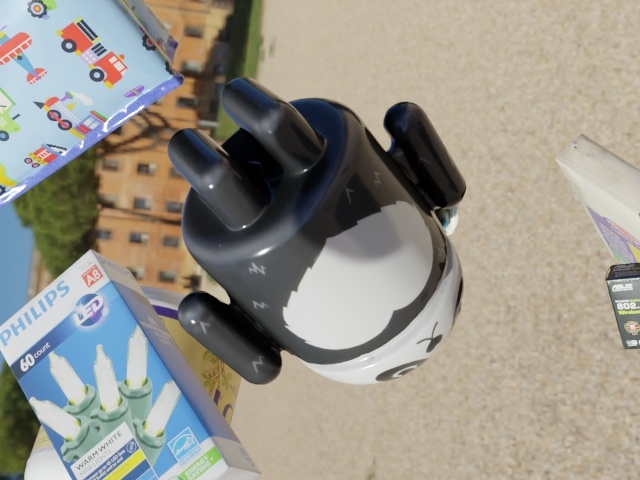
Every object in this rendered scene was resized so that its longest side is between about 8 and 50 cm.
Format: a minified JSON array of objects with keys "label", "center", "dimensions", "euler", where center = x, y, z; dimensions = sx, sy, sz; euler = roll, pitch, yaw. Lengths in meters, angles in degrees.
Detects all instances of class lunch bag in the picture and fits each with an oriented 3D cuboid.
[{"label":"lunch bag","center":[-0.312,-0.164,0.926],"dimensions":[0.221,0.293,0.138],"euler":[50,-170,-27]}]

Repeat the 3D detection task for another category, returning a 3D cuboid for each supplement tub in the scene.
[{"label":"supplement tub","center":[-0.243,0.253,1.302],"dimensions":[0.241,0.241,0.331],"euler":[107,176,-57]}]

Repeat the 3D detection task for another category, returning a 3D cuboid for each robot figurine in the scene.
[{"label":"robot figurine","center":[0.002,0.000,0.794],"dimensions":[0.278,0.209,0.173],"euler":[49,-145,-36]}]

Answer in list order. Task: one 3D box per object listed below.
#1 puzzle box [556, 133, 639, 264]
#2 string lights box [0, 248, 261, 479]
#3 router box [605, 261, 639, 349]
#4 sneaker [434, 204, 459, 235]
[{"label":"puzzle box","center":[0.481,0.045,1.216],"dimensions":[0.409,0.052,0.272],"euler":[46,-179,43]},{"label":"string lights box","center":[-0.185,0.151,0.923],"dimensions":[0.260,0.133,0.077],"euler":[52,-176,25]},{"label":"router box","center":[0.380,0.068,1.066],"dimensions":[0.038,0.122,0.092],"euler":[-48,-56,-51]},{"label":"sneaker","center":[0.114,-0.030,1.206],"dimensions":[0.229,0.087,0.092],"euler":[97,150,-62]}]
